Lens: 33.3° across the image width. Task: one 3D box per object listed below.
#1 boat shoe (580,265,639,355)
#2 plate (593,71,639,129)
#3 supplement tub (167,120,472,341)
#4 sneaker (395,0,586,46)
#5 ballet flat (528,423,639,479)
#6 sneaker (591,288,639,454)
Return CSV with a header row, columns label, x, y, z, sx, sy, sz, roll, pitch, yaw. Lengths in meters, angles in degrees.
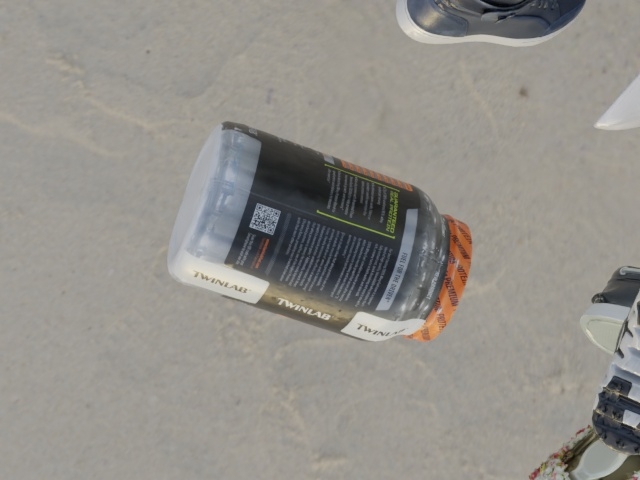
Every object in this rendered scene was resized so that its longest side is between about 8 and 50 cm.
label,x,y,z,sx,sy,sz,roll,pitch,yaw
boat shoe,0.418,0.091,1.099,0.303,0.091,0.114,17,152,38
plate,0.454,-0.222,1.135,0.045,0.278,0.277,53,135,18
supplement tub,0.000,0.000,1.312,0.338,0.207,0.207,19,117,-13
sneaker,0.209,-0.257,1.059,0.163,0.226,0.086,-31,74,63
ballet flat,0.288,0.197,1.010,0.091,0.241,0.077,44,140,21
sneaker,0.290,0.060,0.876,0.078,0.106,0.234,23,120,10
